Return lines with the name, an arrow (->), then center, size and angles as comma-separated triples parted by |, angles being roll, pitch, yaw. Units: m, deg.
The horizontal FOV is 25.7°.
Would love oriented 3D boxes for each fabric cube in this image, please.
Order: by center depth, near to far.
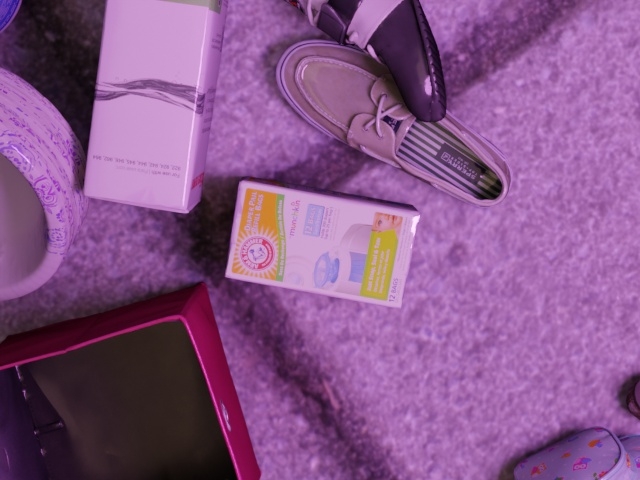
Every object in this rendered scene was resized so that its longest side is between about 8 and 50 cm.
fabric cube -> -0.218, 0.211, 1.531 | 0.259, 0.258, 0.254 | -16, 95, 2

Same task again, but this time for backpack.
backpack -> 0.319, 0.295, 1.586 | 0.188, 0.166, 0.144 | -22, 105, 0

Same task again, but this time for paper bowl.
paper bowl -> -0.385, -0.080, 1.517 | 0.284, 0.148, 0.284 | 8, 133, 8

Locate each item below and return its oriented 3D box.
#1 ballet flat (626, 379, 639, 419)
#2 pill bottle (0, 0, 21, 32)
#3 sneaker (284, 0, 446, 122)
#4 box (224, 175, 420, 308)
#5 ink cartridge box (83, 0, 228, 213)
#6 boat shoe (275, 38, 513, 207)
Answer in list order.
ballet flat -> 0.478, 0.188, 1.634 | 0.249, 0.058, 0.084 | -2, 61, -5
pill bottle -> -0.395, -0.277, 1.468 | 0.152, 0.272, 0.152 | 0, 96, 0
sneaker -> 0.034, -0.262, 1.540 | 0.146, 0.122, 0.331 | -23, 77, 6
box -> 0.000, 0.000, 1.584 | 0.203, 0.103, 0.114 | 11, 96, -1
ink cartridge box -> -0.172, -0.177, 1.517 | 0.114, 0.198, 0.273 | 8, 96, -1
boat shoe -> 0.089, -0.135, 1.574 | 0.302, 0.094, 0.109 | 28, 96, -3
